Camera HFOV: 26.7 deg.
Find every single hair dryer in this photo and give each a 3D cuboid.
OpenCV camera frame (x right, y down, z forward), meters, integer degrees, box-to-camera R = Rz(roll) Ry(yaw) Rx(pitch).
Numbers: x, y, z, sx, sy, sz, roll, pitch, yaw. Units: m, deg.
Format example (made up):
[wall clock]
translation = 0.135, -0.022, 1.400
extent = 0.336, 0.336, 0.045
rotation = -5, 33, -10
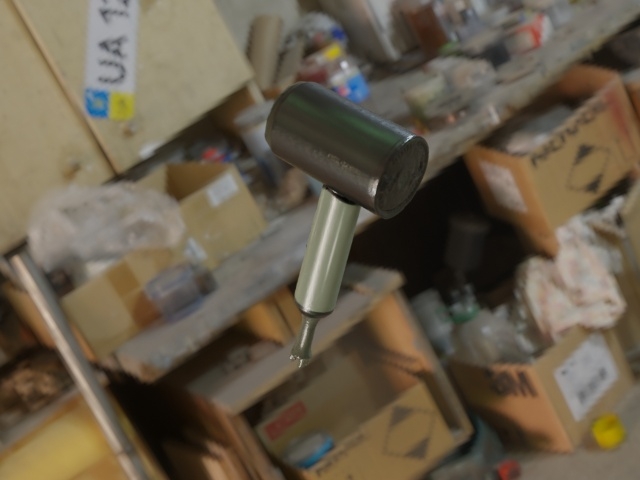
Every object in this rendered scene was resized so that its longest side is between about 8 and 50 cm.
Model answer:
[hair dryer]
translation = 0.000, 0.000, 0.896
extent = 0.100, 0.198, 0.057
rotation = 30, 30, 29
